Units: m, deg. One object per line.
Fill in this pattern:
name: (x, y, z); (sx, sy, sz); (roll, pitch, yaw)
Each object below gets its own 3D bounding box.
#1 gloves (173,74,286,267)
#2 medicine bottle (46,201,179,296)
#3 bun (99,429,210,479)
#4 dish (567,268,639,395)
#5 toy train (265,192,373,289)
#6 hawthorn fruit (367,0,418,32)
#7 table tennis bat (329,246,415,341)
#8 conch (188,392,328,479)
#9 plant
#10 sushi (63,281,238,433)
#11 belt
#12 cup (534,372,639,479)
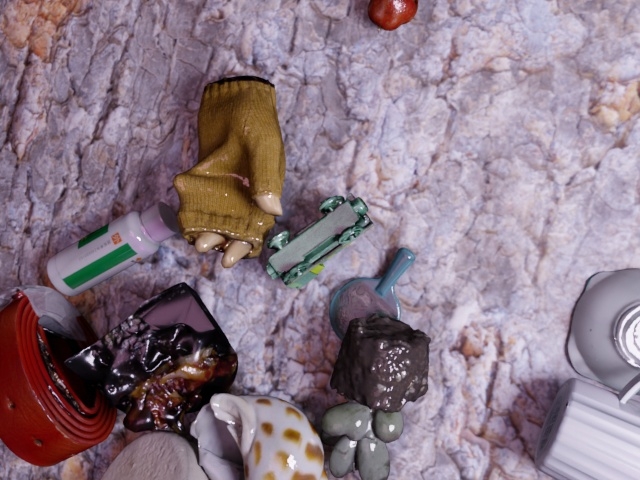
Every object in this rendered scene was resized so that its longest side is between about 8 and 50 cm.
gloves: (-0.142, -0.122, 1.007); (0.203, 0.155, 0.357); (-5, 65, 23)
medicine bottle: (-0.394, 0.015, 1.105); (0.260, 0.095, 0.095); (-26, 81, 13)
bun: (-0.272, 0.484, 1.017); (0.263, 0.175, 0.263); (-26, 42, 26)
dish: (0.497, 0.153, 0.865); (0.224, 0.078, 0.246); (-36, 79, 9)
toy train: (0.000, 0.001, 0.982); (0.200, 0.132, 0.083); (-33, 74, 9)
hawthorn fruit: (0.123, -0.401, 0.998); (0.093, 0.093, 0.093); (-1, 87, 15)
table tennis bat: (0.097, 0.098, 1.002); (0.124, 0.033, 0.201); (36, 101, 12)
conch: (-0.078, 0.360, 0.955); (0.183, 0.148, 0.275); (-42, 75, 35)
plant: (0.082, 0.263, 0.931); (0.146, 0.149, 0.275); (39, 118, 56)
sushi: (-0.270, 0.226, 1.020); (0.227, 0.215, 0.212); (-34, 83, -10)
belt: (-0.500, 0.237, 1.054); (0.115, 0.227, 0.324); (-26, 83, 9)
cup: (0.444, 0.283, 0.838); (0.202, 0.167, 0.221); (22, 76, 18)
